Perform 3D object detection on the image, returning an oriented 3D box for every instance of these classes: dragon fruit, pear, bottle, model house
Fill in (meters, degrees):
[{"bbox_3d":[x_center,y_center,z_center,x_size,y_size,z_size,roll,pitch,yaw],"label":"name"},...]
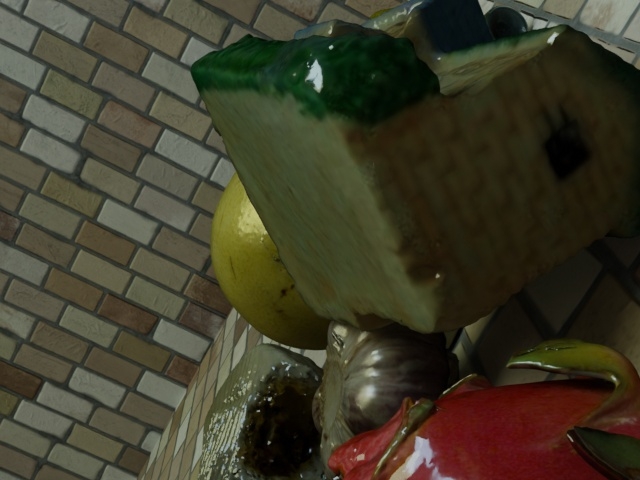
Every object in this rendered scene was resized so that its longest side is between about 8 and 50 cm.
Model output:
[{"bbox_3d":[0.117,0.210,0.654,0.305,0.226,0.305,-59,8,14],"label":"dragon fruit"},{"bbox_3d":[0.000,0.000,1.465,0.348,0.348,0.348,-59,11,19],"label":"pear"},{"bbox_3d":[0.253,-0.304,1.668,0.082,0.082,0.286,-67,11,-21],"label":"bottle"},{"bbox_3d":[0.123,-0.110,0.981,0.343,0.334,0.382,-30,16,-17],"label":"model house"}]

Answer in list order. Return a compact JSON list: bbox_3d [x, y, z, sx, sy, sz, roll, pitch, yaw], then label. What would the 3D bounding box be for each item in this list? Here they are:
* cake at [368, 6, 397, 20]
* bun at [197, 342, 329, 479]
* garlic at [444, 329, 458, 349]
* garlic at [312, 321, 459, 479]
[{"bbox_3d":[0.163,-0.271,1.584,0.179,0.156,0.260,118,137,-63],"label":"cake"},{"bbox_3d":[-0.047,0.292,1.319,0.281,0.205,0.281,-50,23,31],"label":"bun"},{"bbox_3d":[0.148,0.124,1.238,0.083,0.041,0.053,-45,6,37],"label":"garlic"},{"bbox_3d":[0.081,0.184,1.120,0.245,0.161,0.244,-173,90,-72],"label":"garlic"}]
